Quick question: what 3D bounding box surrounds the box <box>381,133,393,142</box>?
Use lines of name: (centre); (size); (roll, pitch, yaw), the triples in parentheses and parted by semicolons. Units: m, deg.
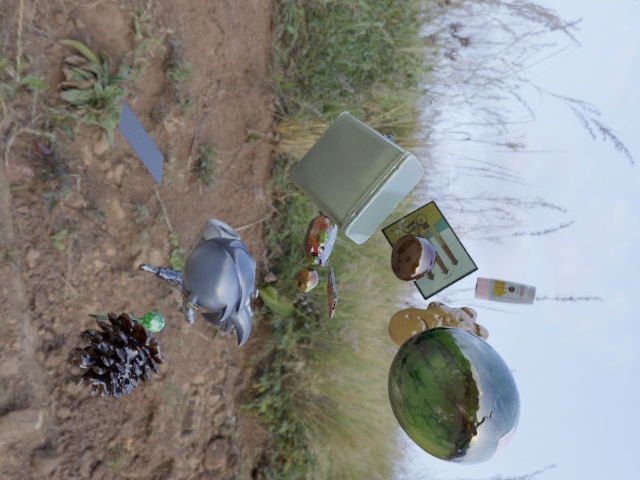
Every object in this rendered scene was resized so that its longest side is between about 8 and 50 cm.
box: (0.234, -0.358, 2.493); (0.350, 0.091, 0.359); (-65, -169, 2)

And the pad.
pad: (-0.776, -0.420, 2.172); (0.330, 0.004, 0.220); (66, 9, -46)

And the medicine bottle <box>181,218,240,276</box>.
medicine bottle: (-0.380, 0.046, 1.698); (0.215, 0.135, 0.135); (-55, -159, 10)

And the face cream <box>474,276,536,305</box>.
face cream: (0.642, 0.177, 1.735); (0.057, 0.198, 0.084); (59, 41, -61)

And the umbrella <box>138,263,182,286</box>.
umbrella: (-0.677, 0.153, 2.192); (0.071, 0.248, 0.071); (-20, -120, 39)

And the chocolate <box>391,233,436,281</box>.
chocolate: (0.324, 0.065, 1.790); (0.177, 0.177, 0.176); (179, -90, -77)

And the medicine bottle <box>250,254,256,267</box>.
medicine bottle: (-0.260, 0.081, 1.613); (0.203, 0.083, 0.083); (104, -15, -89)

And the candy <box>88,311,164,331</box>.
candy: (-0.866, 0.352, 2.233); (0.097, 0.323, 0.097); (-171, -90, -70)

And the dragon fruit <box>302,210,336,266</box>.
dragon fruit: (0.000, 0.000, 2.335); (0.295, 0.130, 0.268); (80, 34, -72)

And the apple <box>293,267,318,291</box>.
apple: (-0.063, 0.168, 2.194); (0.099, 0.102, 0.114); (55, -42, 16)

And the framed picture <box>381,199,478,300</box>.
framed picture: (0.420, 0.034, 1.924); (0.324, 0.244, 0.013); (59, -3, 14)

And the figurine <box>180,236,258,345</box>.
figurine: (-0.230, 0.116, 1.172); (0.197, 0.175, 0.265); (-55, 149, -54)

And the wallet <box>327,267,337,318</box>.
wallet: (0.043, 0.203, 1.945); (0.196, 0.020, 0.103); (-96, -167, -57)

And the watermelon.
watermelon: (0.347, 0.404, 1.322); (0.363, 0.363, 0.363); (179, -90, -77)

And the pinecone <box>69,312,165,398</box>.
pinecone: (-0.726, 0.404, 1.745); (0.298, 0.296, 0.242); (42, -17, 10)

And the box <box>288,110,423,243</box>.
box: (0.118, -0.233, 1.783); (0.344, 0.352, 0.177); (44, 6, 28)

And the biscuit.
biscuit: (0.428, 0.317, 1.831); (0.275, 0.355, 0.052); (-98, -172, -57)
